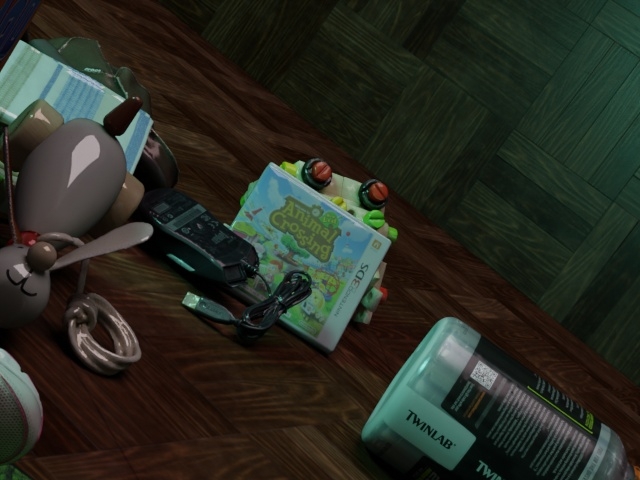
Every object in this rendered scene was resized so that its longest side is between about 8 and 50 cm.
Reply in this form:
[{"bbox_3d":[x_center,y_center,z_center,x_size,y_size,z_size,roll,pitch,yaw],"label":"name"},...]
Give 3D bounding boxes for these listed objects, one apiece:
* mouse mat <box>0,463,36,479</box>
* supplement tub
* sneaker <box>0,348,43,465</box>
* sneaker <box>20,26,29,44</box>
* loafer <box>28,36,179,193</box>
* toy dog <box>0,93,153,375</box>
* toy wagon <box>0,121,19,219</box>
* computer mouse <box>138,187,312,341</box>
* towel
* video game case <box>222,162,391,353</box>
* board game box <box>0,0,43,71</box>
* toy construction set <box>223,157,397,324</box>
[{"bbox_3d":[-0.221,0.210,0.857,0.152,0.007,0.190,35,13,0],"label":"mouse mat"},{"bbox_3d":[0.224,0.253,1.460,0.316,0.194,0.193,35,12,4],"label":"supplement tub"},{"bbox_3d":[-0.307,0.108,0.822,0.252,0.103,0.111,22,20,-26],"label":"sneaker"},{"bbox_3d":[-0.543,-0.404,1.809,0.483,0.185,0.202,34,38,-74],"label":"sneaker"},{"bbox_3d":[-0.299,-0.197,1.780,0.130,0.134,0.366,-25,55,-26],"label":"loafer"},{"bbox_3d":[-0.245,-0.047,1.231,0.220,0.161,0.334,29,27,-37],"label":"toy dog"},{"bbox_3d":[-0.399,-0.104,1.445,0.267,0.068,0.344,33,13,-9],"label":"toy wagon"},{"bbox_3d":[-0.153,0.042,1.592,0.262,0.060,0.184,33,34,6],"label":"computer mouse"},{"bbox_3d":[-0.348,-0.175,1.547,0.285,0.034,0.209,30,26,-15],"label":"towel"},{"bbox_3d":[-0.029,0.024,1.714,0.212,0.193,0.023,33,-23,-8],"label":"video game case"},{"bbox_3d":[-0.459,-0.225,1.043,0.356,0.357,0.356,33,12,-11],"label":"board game box"},{"bbox_3d":[0.000,0.000,1.843,0.327,0.215,0.151,26,-28,-38],"label":"toy construction set"}]
